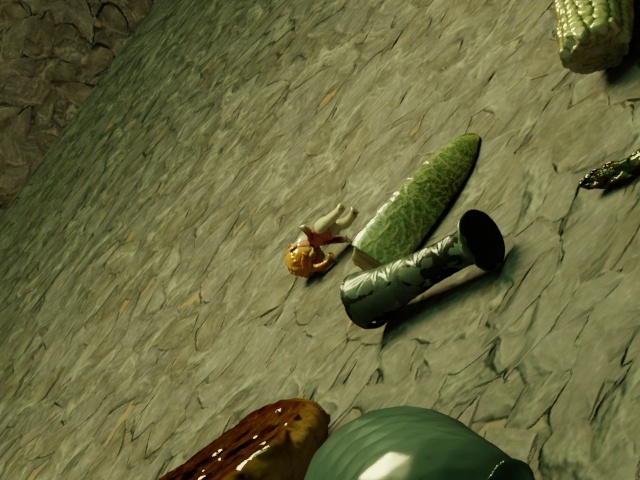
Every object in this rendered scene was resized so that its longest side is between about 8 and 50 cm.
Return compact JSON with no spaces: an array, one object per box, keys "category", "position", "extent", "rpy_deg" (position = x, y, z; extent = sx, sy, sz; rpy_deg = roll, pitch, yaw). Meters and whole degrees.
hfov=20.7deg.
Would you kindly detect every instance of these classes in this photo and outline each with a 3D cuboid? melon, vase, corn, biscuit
[{"category":"melon","position":[0.101,-0.043,1.752],"extent":[0.182,0.054,0.098],"rpy_deg":[-50,3,-5]},{"category":"vase","position":[0.091,0.028,1.580],"extent":[0.167,0.059,0.059],"rpy_deg":[-30,25,45]},{"category":"corn","position":[0.264,-0.223,1.677],"extent":[0.087,0.087,0.211],"rpy_deg":[-38,27,30]},{"category":"biscuit","position":[-0.127,0.257,1.532],"extent":[0.334,0.081,0.289],"rpy_deg":[-35,4,15]}]

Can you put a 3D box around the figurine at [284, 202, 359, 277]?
[{"category":"figurine","position":[0.000,0.000,1.861],"extent":[0.109,0.064,0.047],"rpy_deg":[-47,37,38]}]

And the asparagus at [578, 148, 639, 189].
[{"category":"asparagus","position":[0.301,-0.097,1.402],"extent":[0.248,0.024,0.025],"rpy_deg":[-36,15,39]}]

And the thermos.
[{"category":"thermos","position":[0.063,0.199,1.072],"extent":[0.286,0.145,0.182],"rpy_deg":[-160,91,-85]}]
